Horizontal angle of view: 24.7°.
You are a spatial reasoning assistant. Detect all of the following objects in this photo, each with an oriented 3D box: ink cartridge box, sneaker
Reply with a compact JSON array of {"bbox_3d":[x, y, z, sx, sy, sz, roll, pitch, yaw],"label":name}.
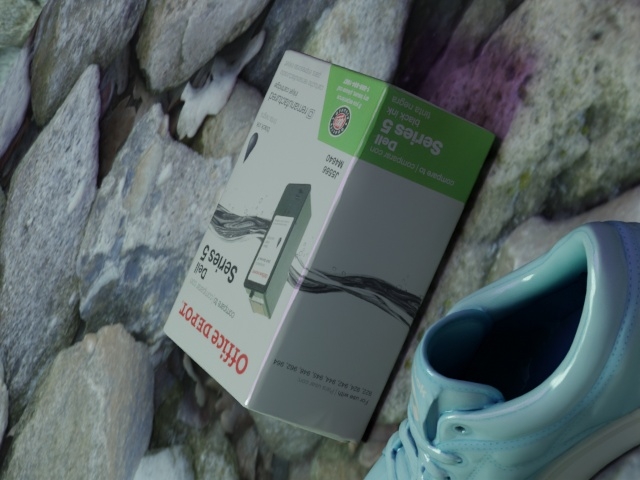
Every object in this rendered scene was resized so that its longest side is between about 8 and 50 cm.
[{"bbox_3d":[0.000,0.000,1.194,0.198,0.115,0.273,31,98,61],"label":"ink cartridge box"},{"bbox_3d":[0.097,0.102,0.923,0.366,0.150,0.135,-48,33,32],"label":"sneaker"}]
